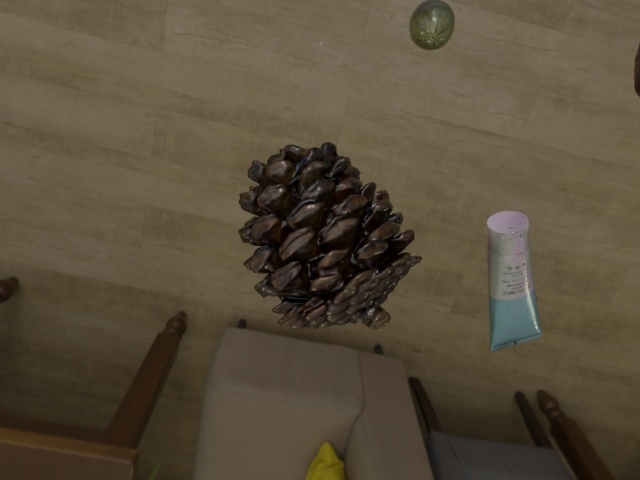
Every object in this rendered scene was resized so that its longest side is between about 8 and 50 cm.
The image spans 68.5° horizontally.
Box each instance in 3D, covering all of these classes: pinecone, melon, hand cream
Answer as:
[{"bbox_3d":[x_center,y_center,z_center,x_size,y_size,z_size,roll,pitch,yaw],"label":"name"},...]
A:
[{"bbox_3d":[0.000,0.000,0.615,0.224,0.224,0.272,-37,78,14],"label":"pinecone"},{"bbox_3d":[0.237,-0.458,1.002,0.098,0.130,0.098,9,133,10],"label":"melon"},{"bbox_3d":[0.363,0.089,0.889,0.111,0.070,0.312,-16,124,1],"label":"hand cream"}]

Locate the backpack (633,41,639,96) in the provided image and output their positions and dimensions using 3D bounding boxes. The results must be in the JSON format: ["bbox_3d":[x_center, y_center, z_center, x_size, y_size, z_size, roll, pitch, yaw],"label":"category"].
[{"bbox_3d":[0.657,-0.325,0.784,0.229,0.139,0.229,23,128,34],"label":"backpack"}]
